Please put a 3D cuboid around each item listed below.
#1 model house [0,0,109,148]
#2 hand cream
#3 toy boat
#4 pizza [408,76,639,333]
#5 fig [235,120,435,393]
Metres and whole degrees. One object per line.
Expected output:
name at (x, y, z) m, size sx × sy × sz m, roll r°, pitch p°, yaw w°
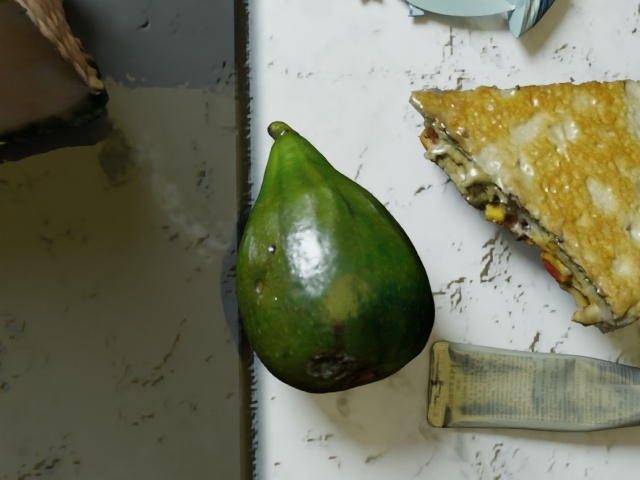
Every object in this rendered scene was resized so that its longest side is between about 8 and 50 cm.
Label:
model house at (-0.237, -0.143, 0.449) m, size 0.183 × 0.166 × 0.172 m, roll -20°, pitch 74°, yaw 2°
hand cream at (0.153, 0.100, 0.564) m, size 0.165 × 0.037 × 0.057 m, roll 4°, pitch 85°, yaw -4°
toy boat at (0.101, -0.179, 0.570) m, size 0.149 × 0.034 × 0.105 m, roll -28°, pitch 89°, yaw -13°
pizza at (0.144, -0.048, 0.557) m, size 0.199 × 0.062 × 0.188 m, roll 24°, pitch 68°, yaw -3°
fig at (0.000, 0.000, 0.506) m, size 0.117 × 0.117 × 0.177 m, roll -12°, pitch 77°, yaw -12°
